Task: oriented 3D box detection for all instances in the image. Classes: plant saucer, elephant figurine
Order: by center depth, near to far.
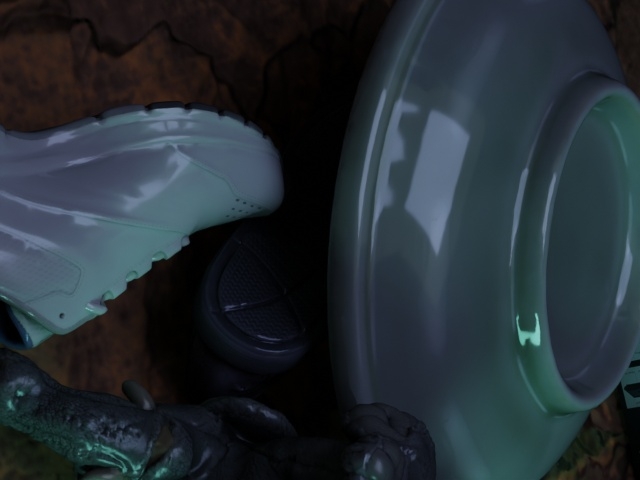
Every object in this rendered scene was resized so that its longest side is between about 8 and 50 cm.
[{"bbox_3d":[-0.062,0.148,1.124,0.169,0.239,0.186,-29,126,-60],"label":"elephant figurine"},{"bbox_3d":[0.139,-0.001,1.272,0.400,0.100,0.401,-18,110,-59],"label":"plant saucer"}]

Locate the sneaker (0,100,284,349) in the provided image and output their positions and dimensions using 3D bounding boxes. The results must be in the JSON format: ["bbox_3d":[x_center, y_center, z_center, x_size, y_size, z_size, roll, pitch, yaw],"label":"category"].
[{"bbox_3d":[-0.144,-0.006,1.103,0.297,0.111,0.129,-8,81,-36],"label":"sneaker"}]

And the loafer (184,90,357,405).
[{"bbox_3d":[0.000,0.000,1.268,0.109,0.095,0.302,36,45,6],"label":"loafer"}]

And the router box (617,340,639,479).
[{"bbox_3d":[0.369,0.151,1.569,0.308,0.081,0.243,-8,84,-45],"label":"router box"}]
